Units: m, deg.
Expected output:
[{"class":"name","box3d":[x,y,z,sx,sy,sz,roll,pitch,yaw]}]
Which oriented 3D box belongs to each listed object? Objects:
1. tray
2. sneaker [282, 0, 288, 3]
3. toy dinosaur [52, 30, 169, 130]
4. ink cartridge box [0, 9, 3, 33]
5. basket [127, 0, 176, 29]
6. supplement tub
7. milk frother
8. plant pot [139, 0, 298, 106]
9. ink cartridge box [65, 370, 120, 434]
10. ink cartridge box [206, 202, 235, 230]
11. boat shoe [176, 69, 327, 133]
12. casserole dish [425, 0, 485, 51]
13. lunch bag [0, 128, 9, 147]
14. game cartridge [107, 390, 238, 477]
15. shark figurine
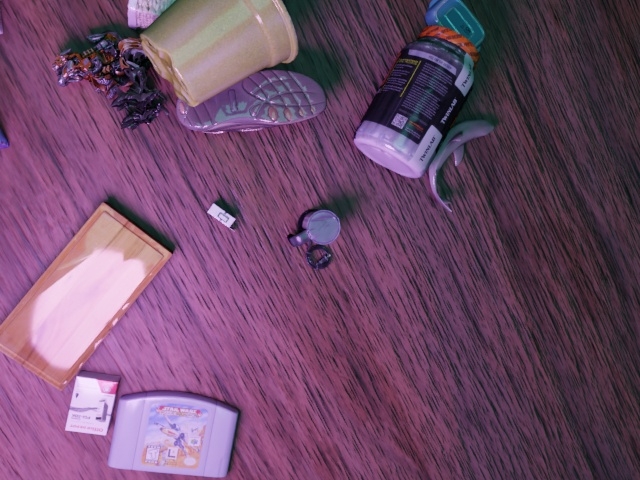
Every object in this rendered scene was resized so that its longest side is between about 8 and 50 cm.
[{"class":"tray","box3d":[-0.562,0.130,1.402,0.203,0.076,0.411,39,86,-12]},{"class":"sneaker","box3d":[-0.146,-0.693,1.416,0.135,0.098,0.276,1,95,-19]},{"class":"toy dinosaur","box3d":[-0.441,-0.395,1.360,0.322,0.164,0.218,-17,81,11]},{"class":"ink cartridge box","box3d":[-0.751,-0.539,1.250,0.086,0.203,0.148,-5,95,-14]},{"class":"basket","box3d":[-0.382,-0.549,1.349,0.103,0.167,0.113,8,93,-19]},{"class":"supplement tub","box3d":[0.244,-0.345,1.471,0.207,0.207,0.338,30,88,-12]},{"class":"milk frother","box3d":[0.000,0.000,1.480,0.143,0.135,0.129,44,85,-11]},{"class":"plant pot","box3d":[-0.232,-0.432,1.263,0.254,0.276,0.276,-40,101,-11]},{"class":"ink cartridge box","box3d":[-0.551,0.394,1.430,0.099,0.056,0.135,12,91,-13]},{"class":"ink cartridge box","box3d":[-0.241,-0.058,1.468,0.083,0.048,0.028,37,86,-13]},{"class":"boat shoe","box3d":[-0.165,-0.331,1.427,0.356,0.130,0.132,-4,91,-6]},{"class":"casserole dish","box3d":[0.364,-0.572,1.568,0.114,0.037,0.188,-44,102,-5]},{"class":"lunch bag","box3d":[-0.795,-0.336,1.244,0.138,0.221,0.293,-13,97,-11]},{"class":"game cartridge","box3d":[-0.365,0.481,1.479,0.297,0.062,0.198,10,96,-12]},{"class":"shark figurine","box3d":[0.342,-0.228,1.550,0.166,0.116,0.278,30,86,-11]}]
